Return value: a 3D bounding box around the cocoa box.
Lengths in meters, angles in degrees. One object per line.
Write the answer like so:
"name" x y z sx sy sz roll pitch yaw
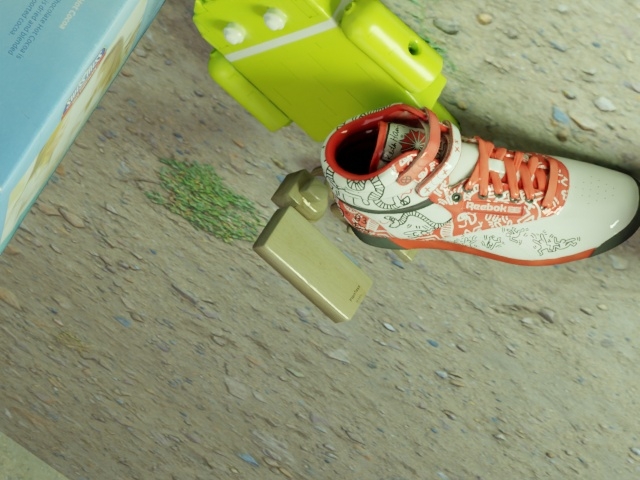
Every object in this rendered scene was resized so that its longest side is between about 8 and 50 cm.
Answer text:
"cocoa box" -0.278 -0.184 1.469 0.228 0.347 0.231 30 156 -2

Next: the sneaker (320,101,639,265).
"sneaker" 0.133 -0.050 1.520 0.270 0.090 0.145 1 153 20

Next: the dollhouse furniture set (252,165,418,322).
"dollhouse furniture set" 0.000 0.000 1.749 0.144 0.151 0.123 42 152 -20

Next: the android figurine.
"android figurine" -0.005 -0.163 1.571 0.273 0.056 0.248 41 152 -27
